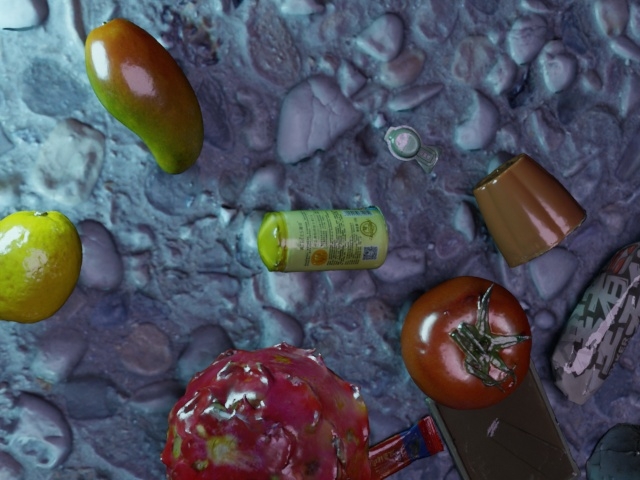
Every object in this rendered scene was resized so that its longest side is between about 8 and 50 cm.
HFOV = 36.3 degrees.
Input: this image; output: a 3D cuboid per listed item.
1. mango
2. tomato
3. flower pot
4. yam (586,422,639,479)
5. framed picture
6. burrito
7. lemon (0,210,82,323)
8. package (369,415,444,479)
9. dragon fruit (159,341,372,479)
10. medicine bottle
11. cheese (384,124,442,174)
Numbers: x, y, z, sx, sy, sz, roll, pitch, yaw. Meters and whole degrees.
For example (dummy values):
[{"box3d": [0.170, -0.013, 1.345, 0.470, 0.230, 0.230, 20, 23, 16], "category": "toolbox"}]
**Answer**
[{"box3d": [-0.296, -0.252, 1.697, 0.146, 0.129, 0.289, -46, 116, -10], "category": "mango"}, {"box3d": [0.279, 0.196, 1.875, 0.255, 0.224, 0.256, -1, 93, -15], "category": "tomato"}, {"box3d": [0.397, -0.066, 1.916, 0.190, 0.190, 0.173, -40, 95, -10], "category": "flower pot"}, {"box3d": [0.738, 0.556, 2.022, 0.241, 0.348, 0.241, -7, 110, -21], "category": "yam"}, {"box3d": [0.386, 0.414, 2.039, 0.247, 0.022, 0.335, -29, 104, -13], "category": "framed picture"}, {"box3d": [0.619, 0.135, 2.042, 0.139, 0.101, 0.445, 35, 87, -13], "category": "burrito"}, {"box3d": [-0.492, 0.046, 1.648, 0.170, 0.170, 0.207, 21, 97, -19], "category": "lemon"}, {"box3d": [0.150, 0.430, 1.966, 0.200, 0.022, 0.083, -24, 102, -12], "category": "package"}, {"box3d": [-0.100, 0.349, 1.697, 0.386, 0.249, 0.371, 20, 78, 17], "category": "dragon fruit"}, {"box3d": [0.000, 0.000, 1.822, 0.238, 0.124, 0.124, -3, 97, -16], "category": "medicine bottle"}, {"box3d": [0.179, -0.181, 1.904, 0.120, 0.026, 0.067, 29, 88, -19], "category": "cheese"}]
